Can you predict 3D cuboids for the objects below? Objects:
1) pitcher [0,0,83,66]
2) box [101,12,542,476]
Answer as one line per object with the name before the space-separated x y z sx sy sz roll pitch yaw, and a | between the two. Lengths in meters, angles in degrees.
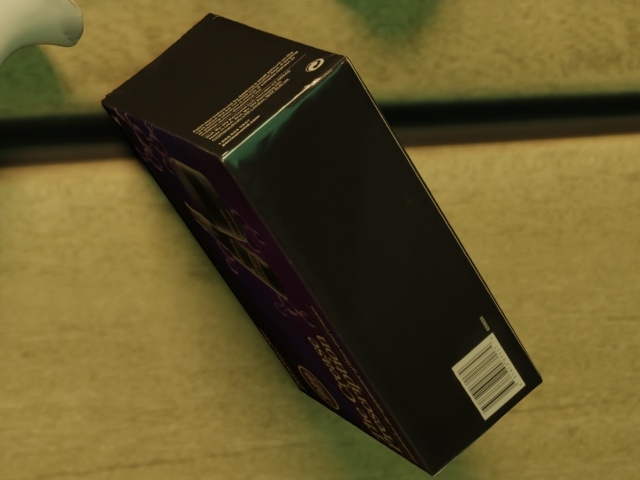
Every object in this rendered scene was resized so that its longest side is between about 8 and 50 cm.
pitcher | -0.262 -0.104 1.070 0.178 0.125 0.207 44 70 -10
box | 0.000 0.000 1.192 0.103 0.184 0.261 -39 118 -11
